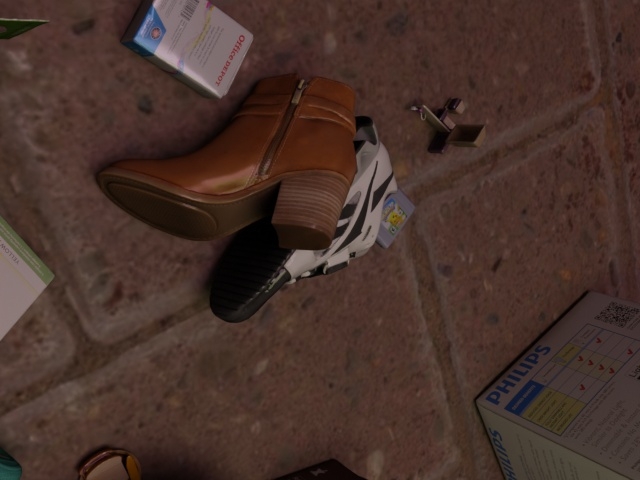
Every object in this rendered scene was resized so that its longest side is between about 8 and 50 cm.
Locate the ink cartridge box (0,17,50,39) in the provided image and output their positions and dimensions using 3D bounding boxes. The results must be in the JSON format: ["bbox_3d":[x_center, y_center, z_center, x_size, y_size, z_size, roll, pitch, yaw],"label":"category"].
[{"bbox_3d":[-0.374,-0.132,0.591,0.255,0.189,0.096,-11,104,-32],"label":"ink cartridge box"}]

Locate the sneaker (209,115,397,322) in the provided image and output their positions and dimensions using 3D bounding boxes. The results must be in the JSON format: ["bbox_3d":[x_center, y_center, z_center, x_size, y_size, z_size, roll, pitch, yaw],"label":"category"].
[{"bbox_3d":[0.000,0.000,0.908,0.330,0.122,0.146,-50,125,-21],"label":"sneaker"}]

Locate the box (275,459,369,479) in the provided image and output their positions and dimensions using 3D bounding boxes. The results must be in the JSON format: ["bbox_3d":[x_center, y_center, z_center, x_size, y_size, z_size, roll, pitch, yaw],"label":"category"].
[{"bbox_3d":[0.026,0.535,0.988,0.143,0.191,0.381,-7,102,-33],"label":"box"}]

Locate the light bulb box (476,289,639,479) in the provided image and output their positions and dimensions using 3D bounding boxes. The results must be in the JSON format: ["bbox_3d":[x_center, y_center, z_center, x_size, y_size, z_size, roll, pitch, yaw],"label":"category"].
[{"bbox_3d":[0.533,0.305,1.181,0.358,0.361,0.225,-36,118,-23],"label":"light bulb box"}]

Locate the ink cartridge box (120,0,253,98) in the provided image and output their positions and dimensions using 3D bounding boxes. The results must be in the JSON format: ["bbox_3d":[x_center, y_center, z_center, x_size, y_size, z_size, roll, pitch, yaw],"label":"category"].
[{"bbox_3d":[-0.151,-0.232,0.806,0.122,0.052,0.088,30,82,-33],"label":"ink cartridge box"}]

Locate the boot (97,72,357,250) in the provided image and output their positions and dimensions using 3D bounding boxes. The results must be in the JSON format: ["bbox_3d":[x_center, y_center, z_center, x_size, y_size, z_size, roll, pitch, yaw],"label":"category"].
[{"bbox_3d":[-0.097,-0.114,0.822,0.109,0.284,0.220,83,16,-61],"label":"boot"}]

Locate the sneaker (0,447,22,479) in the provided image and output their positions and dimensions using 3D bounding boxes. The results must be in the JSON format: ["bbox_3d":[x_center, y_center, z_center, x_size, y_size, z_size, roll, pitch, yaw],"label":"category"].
[{"bbox_3d":[-0.380,0.150,0.699,0.110,0.107,0.275,-42,120,-31],"label":"sneaker"}]

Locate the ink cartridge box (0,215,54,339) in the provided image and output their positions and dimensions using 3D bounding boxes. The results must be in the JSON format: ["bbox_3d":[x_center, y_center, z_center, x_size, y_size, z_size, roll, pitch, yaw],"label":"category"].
[{"bbox_3d":[-0.374,0.052,0.634,0.171,0.056,0.235,57,32,-26],"label":"ink cartridge box"}]

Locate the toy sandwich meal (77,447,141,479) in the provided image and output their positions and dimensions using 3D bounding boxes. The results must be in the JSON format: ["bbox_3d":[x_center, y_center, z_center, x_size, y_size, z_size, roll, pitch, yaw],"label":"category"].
[{"bbox_3d":[-0.253,0.292,0.850,0.086,0.029,0.085,-7,103,-33],"label":"toy sandwich meal"}]

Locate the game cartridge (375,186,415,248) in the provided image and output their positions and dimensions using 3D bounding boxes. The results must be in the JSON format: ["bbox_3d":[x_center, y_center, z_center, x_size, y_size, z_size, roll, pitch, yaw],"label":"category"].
[{"bbox_3d":[0.102,-0.036,1.037,0.056,0.017,0.083,43,75,-28],"label":"game cartridge"}]

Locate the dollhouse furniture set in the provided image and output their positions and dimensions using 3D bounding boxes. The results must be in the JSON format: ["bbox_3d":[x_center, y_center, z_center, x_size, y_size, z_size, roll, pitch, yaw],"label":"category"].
[{"bbox_3d":[0.189,-0.184,1.009,0.081,0.114,0.091,37,80,-29],"label":"dollhouse furniture set"}]
